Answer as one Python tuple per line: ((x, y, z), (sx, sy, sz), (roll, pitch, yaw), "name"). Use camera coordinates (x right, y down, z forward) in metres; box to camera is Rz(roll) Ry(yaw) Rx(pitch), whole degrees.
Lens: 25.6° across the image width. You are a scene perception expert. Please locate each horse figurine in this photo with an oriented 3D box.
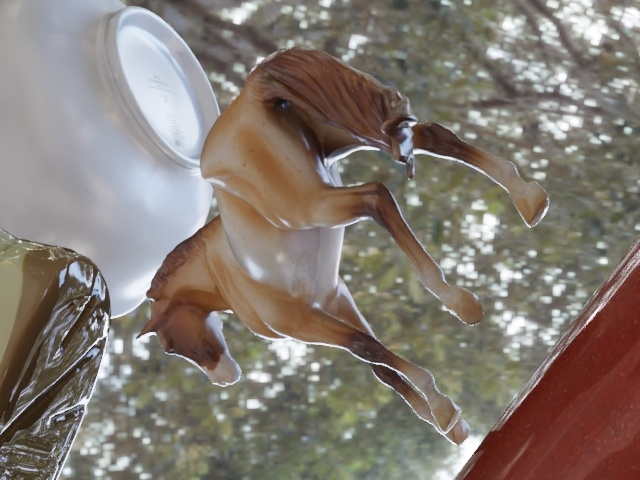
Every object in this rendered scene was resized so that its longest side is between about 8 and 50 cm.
((0.000, 0.000, 0.616), (0.174, 0.066, 0.263), (33, -33, 18), "horse figurine")

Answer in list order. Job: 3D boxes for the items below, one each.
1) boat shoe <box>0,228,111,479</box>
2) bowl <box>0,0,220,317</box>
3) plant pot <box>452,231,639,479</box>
((-0.164, 0.124, 0.454), (0.089, 0.104, 0.285), (21, -106, 14), "boat shoe")
((-0.173, -0.097, 1.136), (0.134, 0.298, 0.298), (-26, -112, 23), "bowl")
((0.173, 0.117, 0.538), (0.265, 0.272, 0.272), (-50, -127, 14), "plant pot")
